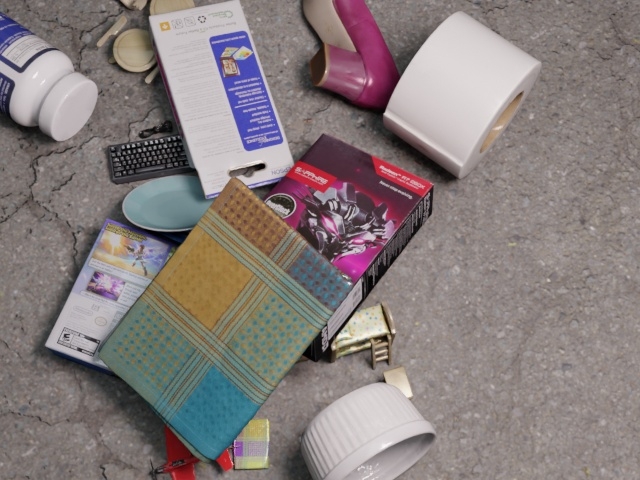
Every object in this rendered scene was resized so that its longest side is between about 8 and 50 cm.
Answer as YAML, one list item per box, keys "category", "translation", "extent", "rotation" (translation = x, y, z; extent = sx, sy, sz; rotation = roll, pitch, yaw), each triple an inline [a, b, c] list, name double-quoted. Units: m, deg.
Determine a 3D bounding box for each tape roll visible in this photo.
- category: "tape roll"
  translation: [0.247, -0.252, 1.716]
  extent: [0.169, 0.246, 0.246]
  rotation: [36, 73, 11]

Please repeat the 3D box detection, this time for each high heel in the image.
- category: "high heel"
  translation: [0.069, -0.414, 1.871]
  extent: [0.181, 0.127, 0.377]
  rotation: [15, 62, -26]

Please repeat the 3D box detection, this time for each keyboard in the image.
- category: "keyboard"
  translation: [-0.295, -0.168, 1.791]
  extent: [0.180, 0.023, 0.108]
  rotation: [-10, 70, -6]

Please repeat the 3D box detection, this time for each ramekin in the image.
- category: "ramekin"
  translation: [0.067, 0.311, 1.527]
  extent: [0.207, 0.207, 0.109]
  rotation: [-28, 64, -11]

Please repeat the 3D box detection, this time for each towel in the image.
- category: "towel"
  translation: [-0.113, 0.333, 1.614]
  extent: [0.060, 0.009, 0.083]
  rotation: [-1, 70, -2]
- category: "towel"
  translation: [-0.151, 0.124, 1.516]
  extent: [0.271, 0.040, 0.370]
  rotation: [42, 102, 18]

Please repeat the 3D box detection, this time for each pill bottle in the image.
- category: "pill bottle"
  translation: [-0.541, -0.299, 1.765]
  extent: [0.264, 0.153, 0.153]
  rotation: [34, 72, 11]

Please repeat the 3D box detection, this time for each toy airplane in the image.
- category: "toy airplane"
  translation: [-0.203, 0.355, 1.590]
  extent: [0.151, 0.028, 0.151]
  rotation: [-1, 73, 4]

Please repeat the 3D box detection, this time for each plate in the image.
- category: "plate"
  translation: [-0.249, -0.058, 1.710]
  extent: [0.188, 0.024, 0.188]
  rotation: [-1, 33, 0]

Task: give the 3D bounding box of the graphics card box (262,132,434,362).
- category: "graphics card box"
  translation: [0.000, 0.000, 1.638]
  extent: [0.233, 0.094, 0.371]
  rotation: [28, 59, 21]

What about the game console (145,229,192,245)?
- category: "game console"
  translation: [-0.220, -0.025, 1.697]
  extent: [0.122, 0.071, 0.107]
  rotation: [22, 69, 24]

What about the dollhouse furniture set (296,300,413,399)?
- category: "dollhouse furniture set"
  translation: [0.043, 0.206, 1.615]
  extent: [0.182, 0.101, 0.161]
  rotation: [-16, 70, -7]

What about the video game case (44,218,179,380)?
- category: "video game case"
  translation: [-0.287, 0.120, 1.662]
  extent: [0.269, 0.061, 0.244]
  rotation: [20, 70, 6]

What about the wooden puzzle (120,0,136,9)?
- category: "wooden puzzle"
  translation: [-0.375, -0.594, 1.937]
  extent: [0.238, 0.044, 0.221]
  rotation: [42, 74, 13]

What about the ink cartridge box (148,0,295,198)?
- category: "ink cartridge box"
  translation: [-0.180, -0.253, 1.783]
  extent: [0.176, 0.069, 0.371]
  rotation: [-15, 73, -16]

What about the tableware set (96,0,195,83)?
- category: "tableware set"
  translation: [-0.313, -0.394, 1.866]
  extent: [0.128, 0.039, 0.194]
  rotation: [37, 76, 3]
